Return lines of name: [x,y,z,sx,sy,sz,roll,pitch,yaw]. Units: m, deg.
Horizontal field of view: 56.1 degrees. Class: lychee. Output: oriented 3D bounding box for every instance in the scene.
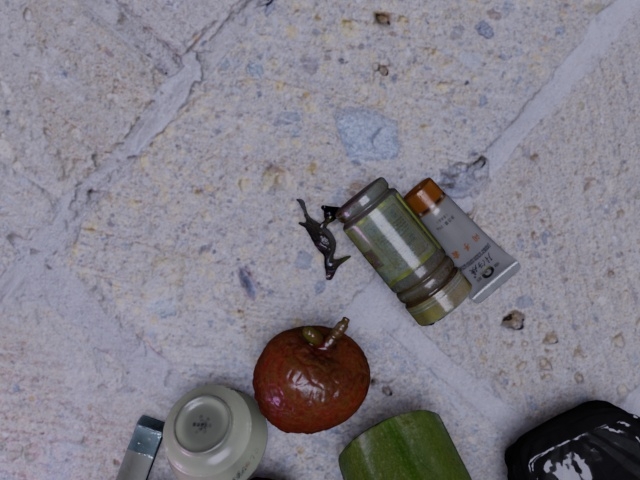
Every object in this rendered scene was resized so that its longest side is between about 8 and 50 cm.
lychee: [-0.015,0.294,1.312,0.255,0.255,0.300,24,127,-3]

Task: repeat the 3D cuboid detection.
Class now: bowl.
bowl: [-0.241,0.418,1.314,0.238,0.126,0.237,-4,57,6]

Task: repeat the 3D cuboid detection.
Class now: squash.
squash: [0.215,0.588,1.237,0.263,0.263,0.384,-24,49,-1]

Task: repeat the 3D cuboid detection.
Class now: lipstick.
lipstick: [-0.444,0.572,1.397,0.068,0.066,0.317,20,91,-5]

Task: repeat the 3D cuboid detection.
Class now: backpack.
backpack: [0.636,0.601,1.348,0.363,0.255,0.445,-23,79,-2]

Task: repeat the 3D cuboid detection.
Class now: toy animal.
toy animal: [0.008,-0.007,1.403,0.105,0.070,0.202,-11,95,11]

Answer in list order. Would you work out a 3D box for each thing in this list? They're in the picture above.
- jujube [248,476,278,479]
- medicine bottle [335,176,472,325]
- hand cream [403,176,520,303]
jujube: [-0.204,0.682,1.320,0.377,0.258,0.258,-38,93,0]
medicine bottle: [0.184,0.023,1.352,0.151,0.151,0.322,-39,95,0]
hand cream: [0.317,0.000,1.401,0.140,0.089,0.314,-44,100,6]
